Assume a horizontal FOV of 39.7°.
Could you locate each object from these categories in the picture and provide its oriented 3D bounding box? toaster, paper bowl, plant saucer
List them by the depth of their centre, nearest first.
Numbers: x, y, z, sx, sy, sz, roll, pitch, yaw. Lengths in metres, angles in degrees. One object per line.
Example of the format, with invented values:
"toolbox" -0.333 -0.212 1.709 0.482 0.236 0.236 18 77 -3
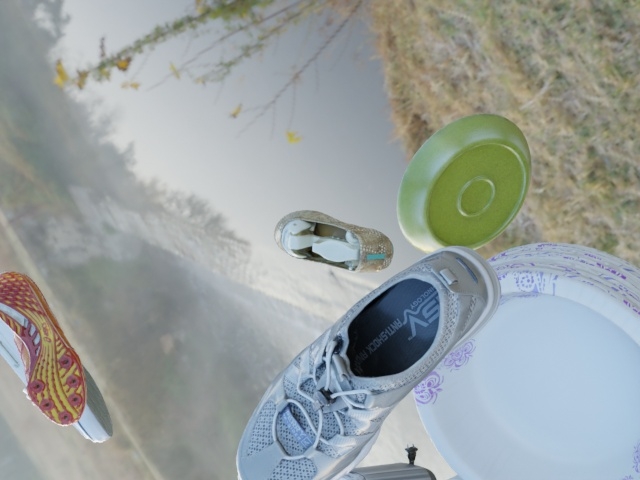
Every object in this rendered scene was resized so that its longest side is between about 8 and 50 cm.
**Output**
"paper bowl" 0.250 0.139 0.915 0.284 0.148 0.284 13 115 29
"plant saucer" 0.229 -0.074 1.345 0.037 0.241 0.241 47 160 50
"toaster" 0.093 0.429 1.350 0.129 0.146 0.227 -9 78 61

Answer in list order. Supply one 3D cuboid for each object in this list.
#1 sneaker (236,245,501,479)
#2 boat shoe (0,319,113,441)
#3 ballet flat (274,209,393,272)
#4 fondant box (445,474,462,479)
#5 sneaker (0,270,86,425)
"sneaker" 0.018 0.106 0.717 0.105 0.281 0.115 45 -167 20
"boat shoe" -0.371 0.189 1.216 0.226 0.075 0.083 60 -178 -9
"ballet flat" 0.000 0.000 1.172 0.206 0.067 0.073 8 100 40
"fondant box" 0.126 0.356 1.043 0.096 0.330 0.238 60 141 21
"sneaker" -0.289 0.110 0.934 0.067 0.064 0.175 145 102 -84
